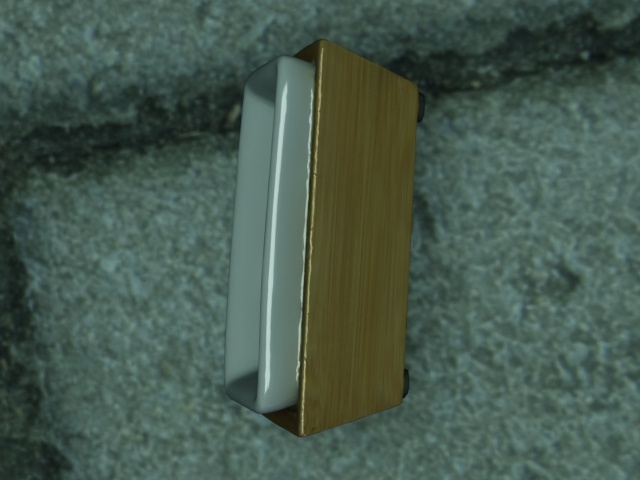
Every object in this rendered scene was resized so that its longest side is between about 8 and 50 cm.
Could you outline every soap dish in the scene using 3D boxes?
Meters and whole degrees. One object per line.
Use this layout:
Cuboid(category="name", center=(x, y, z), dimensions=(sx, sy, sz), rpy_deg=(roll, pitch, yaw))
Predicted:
Cuboid(category="soap dish", center=(0.000, 0.000, 1.535), dimensions=(0.118, 0.229, 0.291), rpy_deg=(3, 89, -10))
